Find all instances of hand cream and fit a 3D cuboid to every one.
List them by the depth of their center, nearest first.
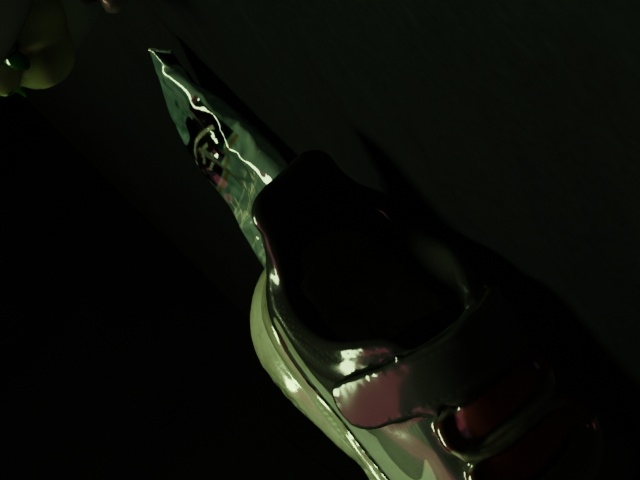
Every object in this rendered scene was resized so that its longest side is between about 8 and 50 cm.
[{"bbox_3d":[0.000,0.000,0.733,0.248,0.052,0.075,51,152,13],"label":"hand cream"}]

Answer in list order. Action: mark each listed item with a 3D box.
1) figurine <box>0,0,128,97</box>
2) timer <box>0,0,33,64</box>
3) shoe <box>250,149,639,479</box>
[{"bbox_3d":[-0.164,-0.141,0.664,0.197,0.093,0.147,42,156,38],"label":"figurine"},{"bbox_3d":[-0.255,-0.110,0.456,0.285,0.285,0.285,46,174,7],"label":"timer"},{"bbox_3d":[0.046,0.054,0.535,0.227,0.099,0.112,43,165,35],"label":"shoe"}]
